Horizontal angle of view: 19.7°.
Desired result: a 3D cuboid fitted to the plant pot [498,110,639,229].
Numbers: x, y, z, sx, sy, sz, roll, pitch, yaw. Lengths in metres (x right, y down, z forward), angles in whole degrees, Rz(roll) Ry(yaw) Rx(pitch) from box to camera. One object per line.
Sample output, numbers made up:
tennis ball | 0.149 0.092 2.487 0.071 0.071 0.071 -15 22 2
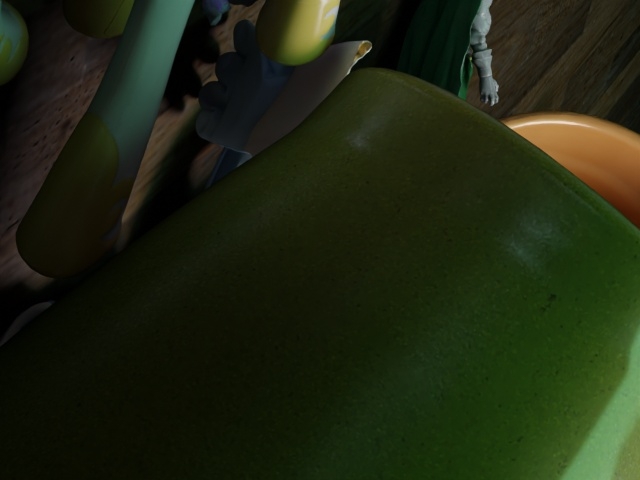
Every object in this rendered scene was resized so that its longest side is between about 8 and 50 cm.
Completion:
plant pot | 0.148 0.072 1.372 0.291 0.291 0.203 -61 -169 -24

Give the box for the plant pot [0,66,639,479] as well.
plant pot | 0.000 0.124 0.849 0.353 0.366 0.366 -50 162 -7

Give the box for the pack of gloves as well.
pack of gloves | 0.008 -0.129 1.051 0.195 0.046 0.232 -62 -157 0

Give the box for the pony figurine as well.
pony figurine | -0.018 -0.193 0.784 0.351 0.303 0.363 -45 169 -36

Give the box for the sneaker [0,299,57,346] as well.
sneaker | -0.129 0.068 1.028 0.211 0.080 0.081 -49 159 -52

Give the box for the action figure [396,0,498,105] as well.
action figure | 0.101 -0.133 1.496 0.137 0.063 0.232 24 -80 63

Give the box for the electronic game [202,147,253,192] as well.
electronic game | -0.062 0.013 1.232 0.229 0.048 0.229 20 90 -82
